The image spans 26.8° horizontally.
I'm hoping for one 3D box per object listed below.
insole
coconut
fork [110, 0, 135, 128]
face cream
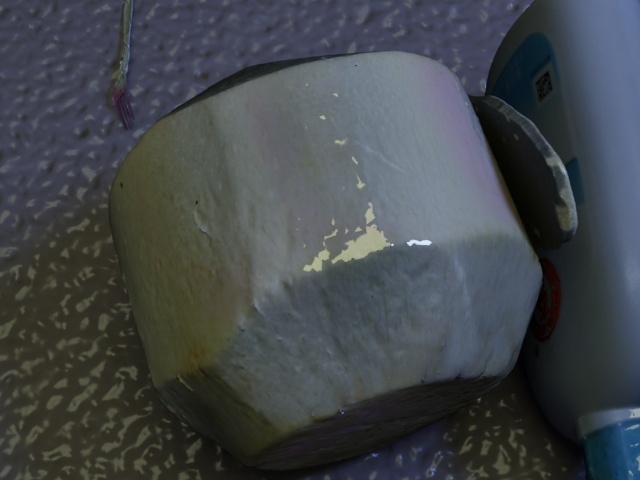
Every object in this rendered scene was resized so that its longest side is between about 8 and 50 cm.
[{"bbox_3d":[0.098,-0.050,0.770,0.011,0.081,0.248,-18,20,-6],"label":"insole"},{"bbox_3d":[0.001,-0.002,0.735,0.241,0.241,0.241,-1,63,1],"label":"coconut"},{"bbox_3d":[-0.133,-0.128,0.918,0.016,0.012,0.115,-23,56,33],"label":"fork"},{"bbox_3d":[0.158,0.026,0.750,0.080,0.163,0.337,1,63,-13],"label":"face cream"}]
